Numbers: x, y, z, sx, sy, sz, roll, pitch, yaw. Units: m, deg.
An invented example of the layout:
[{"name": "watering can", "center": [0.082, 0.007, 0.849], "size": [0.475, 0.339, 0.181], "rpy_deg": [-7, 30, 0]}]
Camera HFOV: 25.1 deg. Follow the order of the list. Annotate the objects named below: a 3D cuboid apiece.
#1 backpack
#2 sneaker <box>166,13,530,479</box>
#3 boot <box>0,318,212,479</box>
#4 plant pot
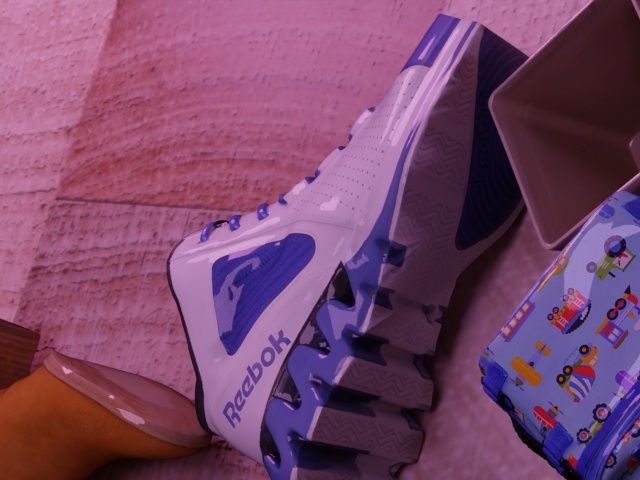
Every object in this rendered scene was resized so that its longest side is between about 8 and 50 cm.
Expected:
[{"name": "backpack", "center": [0.187, 0.079, 0.705], "size": [0.158, 0.117, 0.173], "rpy_deg": [-49, 51, 11]}, {"name": "sneaker", "center": [0.000, 0.001, 0.879], "size": [0.182, 0.127, 0.315], "rpy_deg": [21, 85, 40]}, {"name": "boot", "center": [-0.201, 0.178, 0.987], "size": [0.295, 0.104, 0.211], "rpy_deg": [15, 85, 46]}, {"name": "plant pot", "center": [0.174, -0.057, 0.779], "size": [0.109, 0.096, 0.109], "rpy_deg": [-44, 47, 36]}]
